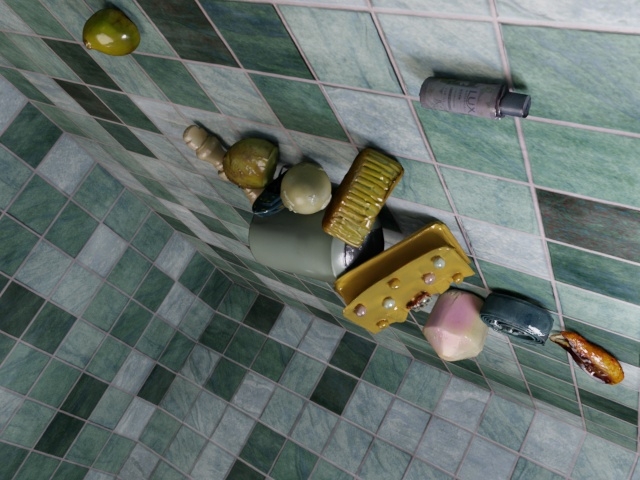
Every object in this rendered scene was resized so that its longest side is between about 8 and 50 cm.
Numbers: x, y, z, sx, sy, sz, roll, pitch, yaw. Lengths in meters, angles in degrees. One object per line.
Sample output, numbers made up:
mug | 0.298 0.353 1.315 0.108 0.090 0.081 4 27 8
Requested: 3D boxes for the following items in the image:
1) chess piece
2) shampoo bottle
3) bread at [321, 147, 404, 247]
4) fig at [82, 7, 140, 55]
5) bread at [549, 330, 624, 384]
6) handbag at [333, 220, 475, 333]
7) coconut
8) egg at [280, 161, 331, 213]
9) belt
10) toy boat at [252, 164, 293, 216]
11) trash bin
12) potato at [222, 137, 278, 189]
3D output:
chess piece | -0.322 -0.262 2.253 0.397 0.117 0.117 40 161 -25
shampoo bottle | 0.298 -0.274 1.231 0.214 0.072 0.072 18 160 35
bread | 0.109 -0.114 1.701 0.142 0.253 0.227 33 172 -3
fig | -0.574 -0.573 1.752 0.153 0.121 0.136 -1 148 17
bread | 0.903 0.385 2.129 0.269 0.095 0.139 43 162 5
handbag | 0.267 0.134 1.969 0.283 0.401 0.133 40 -159 -52
coconut | 0.501 0.324 2.332 0.233 0.245 0.233 25 165 7
egg | -0.045 -0.162 1.963 0.164 0.164 0.201 32 -165 -8
belt | 0.657 0.259 2.108 0.206 0.116 0.267 37 165 -32
toy boat | -0.138 -0.155 2.062 0.093 0.246 0.103 21 138 29
trash bin | 0.000 0.000 2.107 0.432 0.280 0.280 9 154 36
potato | -0.223 -0.246 2.067 0.176 0.141 0.298 28 165 -19
